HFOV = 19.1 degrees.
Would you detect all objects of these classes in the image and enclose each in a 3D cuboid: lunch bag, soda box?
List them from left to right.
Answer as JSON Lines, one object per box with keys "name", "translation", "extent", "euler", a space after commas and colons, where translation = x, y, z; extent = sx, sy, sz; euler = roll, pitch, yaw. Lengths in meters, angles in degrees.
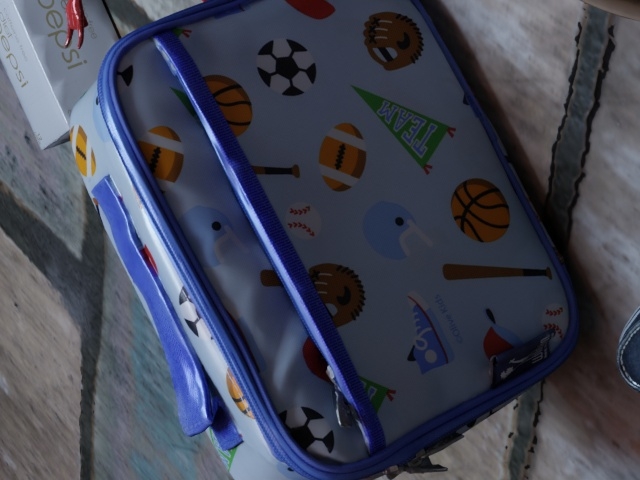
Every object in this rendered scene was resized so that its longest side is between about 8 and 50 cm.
{"name": "soda box", "translation": [-0.220, -0.186, 1.481], "extent": [0.069, 0.074, 0.216], "euler": [-24, 90, 60]}
{"name": "lunch bag", "translation": [0.000, 0.000, 1.107], "extent": [0.303, 0.243, 0.115], "euler": [62, 149, 8]}

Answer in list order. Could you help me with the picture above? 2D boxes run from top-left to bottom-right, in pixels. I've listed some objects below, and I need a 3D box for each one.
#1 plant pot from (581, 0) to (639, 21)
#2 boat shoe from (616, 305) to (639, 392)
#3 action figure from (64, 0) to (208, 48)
{"name": "plant pot", "translation": [0.158, -0.209, 0.797], "extent": [0.110, 0.237, 0.237], "euler": [-62, -49, -82]}
{"name": "boat shoe", "translation": [0.195, 0.055, 1.001], "extent": [0.065, 0.083, 0.183], "euler": [63, 149, 4]}
{"name": "action figure", "translation": [-0.093, -0.191, 1.263], "extent": [0.280, 0.091, 0.139], "euler": [20, 118, 50]}
